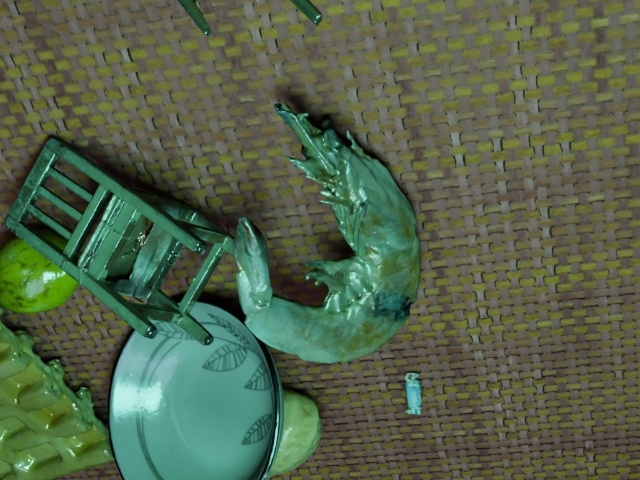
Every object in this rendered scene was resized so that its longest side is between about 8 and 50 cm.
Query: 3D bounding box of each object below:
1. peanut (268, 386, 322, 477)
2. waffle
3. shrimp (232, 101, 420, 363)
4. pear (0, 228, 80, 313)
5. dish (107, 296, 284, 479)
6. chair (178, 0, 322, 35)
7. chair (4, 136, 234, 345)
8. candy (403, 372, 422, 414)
[{"bbox_3d":[-0.073,0.283,1.532,0.141,0.109,0.159,15,127,-9],"label":"peanut"},{"bbox_3d":[-0.497,0.248,1.562,0.304,0.077,0.348,-21,126,23],"label":"waffle"},{"bbox_3d":[0.000,0.000,1.268,0.247,0.085,0.360,-28,120,-14],"label":"shrimp"},{"bbox_3d":[-0.371,0.040,1.374,0.131,0.107,0.107,-14,126,9],"label":"pear"},{"bbox_3d":[-0.150,0.232,1.444,0.316,0.316,0.106,-34,156,28],"label":"dish"},{"bbox_3d":[-0.094,-0.350,1.009,0.272,0.166,0.188,50,130,21],"label":"chair"},{"bbox_3d":[-0.231,0.001,1.305,0.270,0.147,0.136,33,98,27],"label":"chair"},{"bbox_3d":[0.130,0.220,1.517,0.030,0.020,0.083,-5,127,8],"label":"candy"}]
